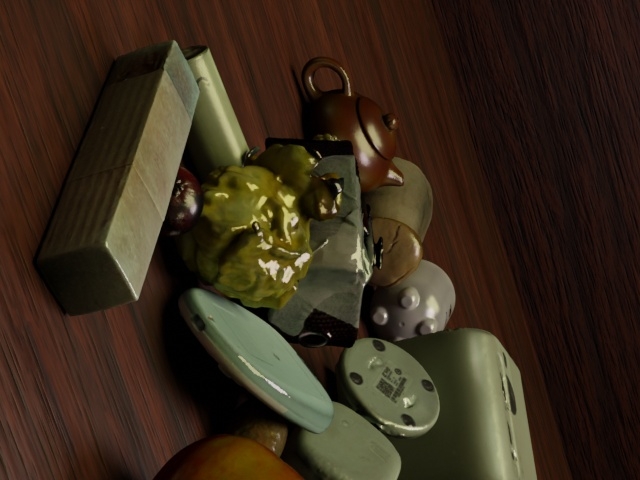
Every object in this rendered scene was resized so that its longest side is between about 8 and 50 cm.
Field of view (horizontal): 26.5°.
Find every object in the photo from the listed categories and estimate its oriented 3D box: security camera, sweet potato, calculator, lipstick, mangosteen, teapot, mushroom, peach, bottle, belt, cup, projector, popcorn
[{"bbox_3d":[0.054,0.243,1.770,0.157,0.080,0.301,38,38,0],"label":"security camera"},{"bbox_3d":[-0.092,0.252,1.461,0.273,0.075,0.075,-58,132,-62],"label":"sweet potato"},{"bbox_3d":[-0.064,0.138,1.552,0.184,0.042,0.295,50,6,34],"label":"calculator"},{"bbox_3d":[-0.196,-0.074,1.373,0.371,0.079,0.076,-81,153,-52],"label":"lipstick"},{"bbox_3d":[-0.164,-0.040,1.453,0.081,0.081,0.081,-15,90,-74],"label":"mangosteen"},{"bbox_3d":[0.056,-0.188,2.199,0.252,0.135,0.178,62,18,-15],"label":"teapot"},{"bbox_3d":[0.119,-0.045,2.307,0.407,0.137,0.154,-69,152,-72],"label":"mushroom"},{"bbox_3d":[-0.090,0.289,1.251,0.197,0.197,0.197,-15,90,-74],"label":"peach"},{"bbox_3d":[-0.132,-0.131,1.643,0.072,0.072,0.202,-71,142,-63],"label":"bottle"},{"bbox_3d":[0.000,0.000,1.743,0.184,0.164,0.289,100,-9,-57],"label":"belt"},{"bbox_3d":[0.135,0.129,2.257,0.134,0.173,0.142,42,22,-2],"label":"cup"},{"bbox_3d":[0.170,0.296,1.959,0.248,0.248,0.249,52,28,-55],"label":"projector"},{"bbox_3d":[-0.076,-0.029,1.551,0.168,0.173,0.195,32,76,-26],"label":"popcorn"}]

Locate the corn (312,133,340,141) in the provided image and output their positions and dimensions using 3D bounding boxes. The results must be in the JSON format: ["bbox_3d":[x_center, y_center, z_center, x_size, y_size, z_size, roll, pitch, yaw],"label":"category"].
[{"bbox_3d":[0.006,-0.050,2.011,0.288,0.086,0.086,-90,158,-47],"label":"corn"}]
